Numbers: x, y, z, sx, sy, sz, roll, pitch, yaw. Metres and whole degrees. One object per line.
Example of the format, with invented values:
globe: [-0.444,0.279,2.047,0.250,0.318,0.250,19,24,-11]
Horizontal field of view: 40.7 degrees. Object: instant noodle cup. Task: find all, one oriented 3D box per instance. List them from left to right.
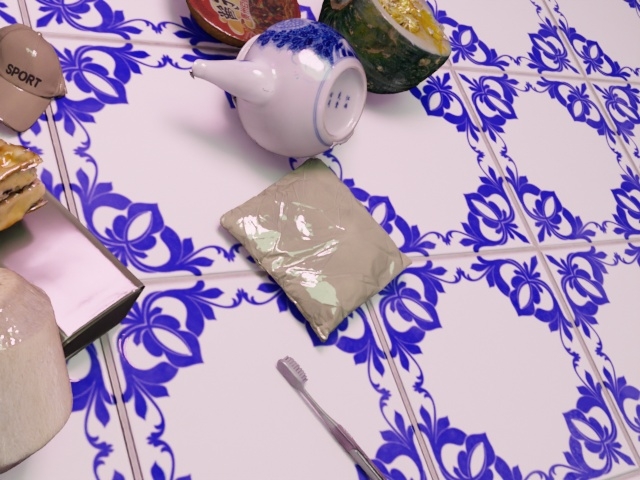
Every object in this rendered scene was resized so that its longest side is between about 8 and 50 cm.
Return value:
instant noodle cup: [-0.177,-0.472,1.733,0.274,0.091,0.274,17,52,-23]

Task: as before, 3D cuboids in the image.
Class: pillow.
pillow: [0.002,0.000,1.539,0.281,0.076,0.274,49,49,6]

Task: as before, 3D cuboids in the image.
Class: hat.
hat: [-0.485,-0.260,1.395,0.147,0.085,0.175,25,48,-17]

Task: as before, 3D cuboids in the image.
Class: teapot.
teapot: [-0.064,-0.289,1.603,0.280,0.252,0.424,22,15,30]

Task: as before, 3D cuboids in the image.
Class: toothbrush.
toothbrush: [0.050,0.325,1.386,0.354,0.024,0.029,50,39,7]

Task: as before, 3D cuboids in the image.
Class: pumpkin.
pumpkin: [0.116,-0.436,1.833,0.263,0.197,0.293,15,45,-36]

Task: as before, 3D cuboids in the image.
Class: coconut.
coconut: [-0.424,0.172,1.041,0.237,0.266,0.237,-5,25,2]

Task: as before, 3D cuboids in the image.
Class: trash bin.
trash bin: [-0.400,0.045,1.223,0.240,0.122,0.164,45,48,4]

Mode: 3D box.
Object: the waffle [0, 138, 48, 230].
waffle: [-0.542,-0.086,1.144,0.308,0.091,0.213,24,40,26]
